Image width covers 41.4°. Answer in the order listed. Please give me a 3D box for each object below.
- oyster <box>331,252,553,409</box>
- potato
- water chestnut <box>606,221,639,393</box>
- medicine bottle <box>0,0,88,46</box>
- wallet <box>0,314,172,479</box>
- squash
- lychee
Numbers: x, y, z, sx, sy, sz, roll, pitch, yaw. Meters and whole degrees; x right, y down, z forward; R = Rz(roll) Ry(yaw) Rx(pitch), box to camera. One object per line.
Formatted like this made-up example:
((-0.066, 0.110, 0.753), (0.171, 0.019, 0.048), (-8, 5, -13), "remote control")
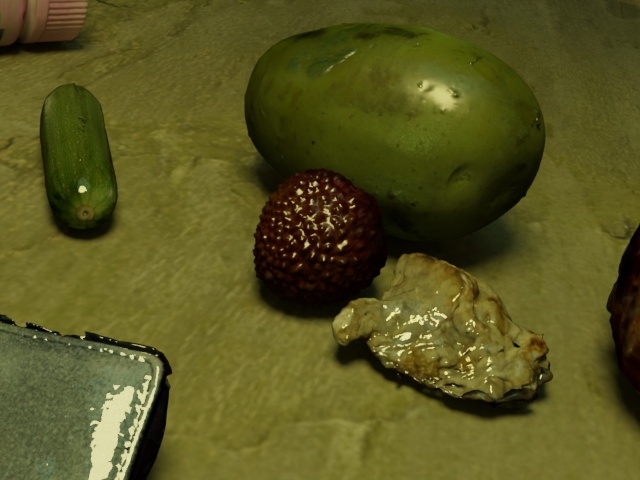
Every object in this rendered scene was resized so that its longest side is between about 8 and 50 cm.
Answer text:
((0.103, 0.072, 0.699), (0.190, 0.081, 0.163), (-9, 41, -26), "oyster")
((0.068, -0.109, 0.846), (0.304, 0.216, 0.216), (13, 30, 15), "potato")
((0.378, 0.051, 0.679), (0.244, 0.289, 0.289), (54, 41, 5), "water chestnut")
((-0.455, -0.326, 1.045), (0.290, 0.178, 0.178), (-12, 39, -37), "medicine bottle")
((-0.208, 0.121, 0.486), (0.221, 0.036, 0.167), (11, 57, 1), "wallet")
((-0.241, -0.087, 0.838), (0.069, 0.069, 0.239), (-1, 35, -21), "squash")
((-0.002, -0.002, 0.741), (0.129, 0.123, 0.123), (-18, 42, -35), "lychee")
